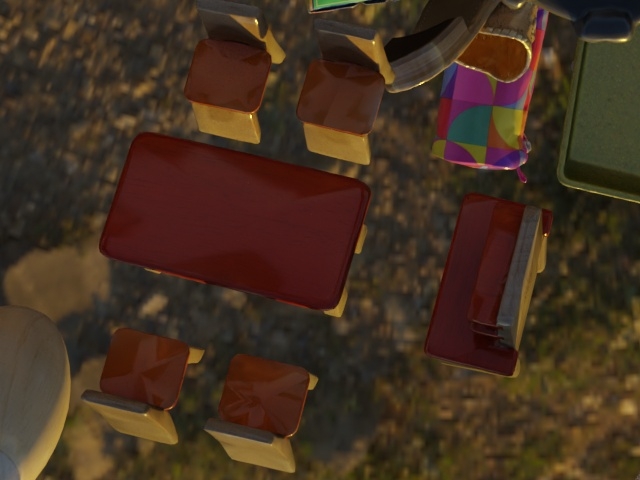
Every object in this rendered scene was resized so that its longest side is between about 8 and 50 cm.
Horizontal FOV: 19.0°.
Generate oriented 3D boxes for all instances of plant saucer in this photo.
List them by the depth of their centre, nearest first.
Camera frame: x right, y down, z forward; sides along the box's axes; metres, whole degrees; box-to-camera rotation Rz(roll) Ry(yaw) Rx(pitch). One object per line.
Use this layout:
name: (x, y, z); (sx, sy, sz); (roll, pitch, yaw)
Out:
plant saucer: (0.281, -0.120, 1.604); (0.188, 0.045, 0.188); (12, 85, -23)

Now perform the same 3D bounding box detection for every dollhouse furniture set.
dollhouse furniture set: (0.000, 0.000, 1.123); (0.259, 0.262, 0.135); (13, 167, 12)

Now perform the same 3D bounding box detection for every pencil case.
pencil case: (0.175, -0.181, 1.912); (0.104, 0.104, 0.236); (7, 97, 0)

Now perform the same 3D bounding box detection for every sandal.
sandal: (0.119, -0.147, 1.426); (0.088, 0.240, 0.079); (-15, 110, 38)

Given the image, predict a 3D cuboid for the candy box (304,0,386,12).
candy box: (0.015, -0.418, 1.764); (0.122, 0.268, 0.317); (-9, 132, -3)

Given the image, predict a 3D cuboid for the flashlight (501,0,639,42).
flashlight: (0.082, -0.171, 0.716); (0.103, 0.304, 0.103); (-24, 114, 16)

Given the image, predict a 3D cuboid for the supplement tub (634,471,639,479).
supplement tub: (0.311, 0.174, 1.264); (0.144, 0.144, 0.200); (32, 149, -16)

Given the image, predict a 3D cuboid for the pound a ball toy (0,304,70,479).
pound a ball toy: (-0.226, -0.054, 0.634); (0.208, 0.136, 0.319); (-16, 111, 14)

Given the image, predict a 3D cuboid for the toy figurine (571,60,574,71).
toy figurine: (0.369, -0.188, 1.851); (0.209, 0.213, 0.148); (40, 138, -7)
